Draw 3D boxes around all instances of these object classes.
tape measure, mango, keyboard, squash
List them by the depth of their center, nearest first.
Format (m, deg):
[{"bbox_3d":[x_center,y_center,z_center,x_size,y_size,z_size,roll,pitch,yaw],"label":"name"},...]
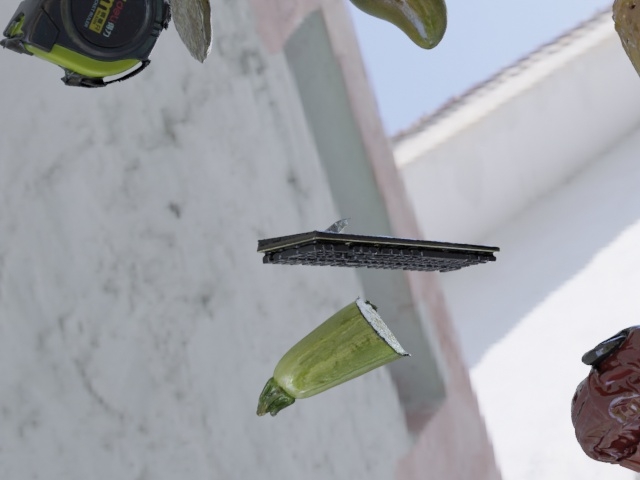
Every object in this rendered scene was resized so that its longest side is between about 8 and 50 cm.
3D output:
[{"bbox_3d":[0.071,0.015,1.650,0.317,0.106,0.027,4,-100,-44],"label":"keyboard"},{"bbox_3d":[-0.293,-0.293,1.843,0.186,0.112,0.199,23,-88,-29],"label":"tape measure"},{"bbox_3d":[0.001,0.198,2.484,0.137,0.287,0.137,58,164,27],"label":"squash"},{"bbox_3d":[0.142,-0.496,2.819,0.146,0.289,0.129,-54,-24,-1],"label":"mango"}]

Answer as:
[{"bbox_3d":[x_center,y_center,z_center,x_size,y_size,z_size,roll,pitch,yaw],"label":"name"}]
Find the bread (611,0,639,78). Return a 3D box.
[{"bbox_3d":[0.433,-0.212,1.484,0.274,0.274,0.149,-57,-30,-55],"label":"bread"}]

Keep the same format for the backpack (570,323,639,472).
[{"bbox_3d":[0.380,0.180,1.593,0.229,0.229,0.139,43,-150,-51],"label":"backpack"}]

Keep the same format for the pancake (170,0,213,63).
[{"bbox_3d":[-0.226,-0.404,2.411,0.212,0.029,0.235,104,147,-58],"label":"pancake"}]

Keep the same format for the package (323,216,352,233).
[{"bbox_3d":[0.000,0.000,2.011,0.015,0.110,0.037,52,177,-3],"label":"package"}]
